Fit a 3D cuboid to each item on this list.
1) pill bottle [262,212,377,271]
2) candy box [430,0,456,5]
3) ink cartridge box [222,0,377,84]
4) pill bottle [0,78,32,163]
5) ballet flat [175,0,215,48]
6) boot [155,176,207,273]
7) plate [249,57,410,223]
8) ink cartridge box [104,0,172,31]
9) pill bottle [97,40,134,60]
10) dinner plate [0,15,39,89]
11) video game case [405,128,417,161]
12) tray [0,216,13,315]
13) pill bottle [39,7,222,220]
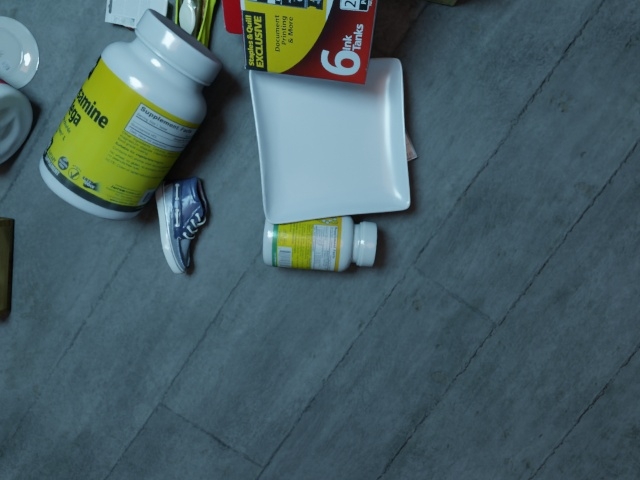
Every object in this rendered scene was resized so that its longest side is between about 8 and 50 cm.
[{"bbox_3d":[0.000,0.000,0.860,0.208,0.117,0.117,5,98,1],"label":"pill bottle"},{"bbox_3d":[0.110,-0.508,0.757,0.316,0.183,0.087,11,97,-1],"label":"candy box"},{"bbox_3d":[-0.042,-0.415,0.653,0.272,0.130,0.309,8,137,4],"label":"ink cartridge box"},{"bbox_3d":[-0.722,-0.281,0.804,0.318,0.176,0.176,33,97,-4],"label":"pill bottle"},{"bbox_3d":[-0.233,-0.456,0.822,0.077,0.077,0.231,7,97,1],"label":"ballet flat"},{"bbox_3d":[-0.267,-0.030,0.883,0.086,0.069,0.190,-9,96,5],"label":"boot"},{"bbox_3d":[0.021,-0.181,0.813,0.278,0.045,0.277,-7,99,-11],"label":"plate"},{"bbox_3d":[-0.348,-0.435,0.852,0.115,0.029,0.062,11,98,0],"label":"ink cartridge box"},{"bbox_3d":[-0.356,-0.340,0.846,0.116,0.065,0.065,-17,97,3],"label":"pill bottle"},{"bbox_3d":[-0.626,-0.367,0.872,0.141,0.017,0.141,0,99,1],"label":"dinner plate"},{"bbox_3d":[0.129,-0.203,0.884,0.087,0.011,0.122,-25,97,5],"label":"video game case"},{"bbox_3d":[-0.850,0.030,0.900,0.411,0.076,0.202,8,98,1],"label":"tray"},{"bbox_3d":[-0.324,-0.214,0.778,0.188,0.188,0.334,39,105,-4],"label":"pill bottle"}]
